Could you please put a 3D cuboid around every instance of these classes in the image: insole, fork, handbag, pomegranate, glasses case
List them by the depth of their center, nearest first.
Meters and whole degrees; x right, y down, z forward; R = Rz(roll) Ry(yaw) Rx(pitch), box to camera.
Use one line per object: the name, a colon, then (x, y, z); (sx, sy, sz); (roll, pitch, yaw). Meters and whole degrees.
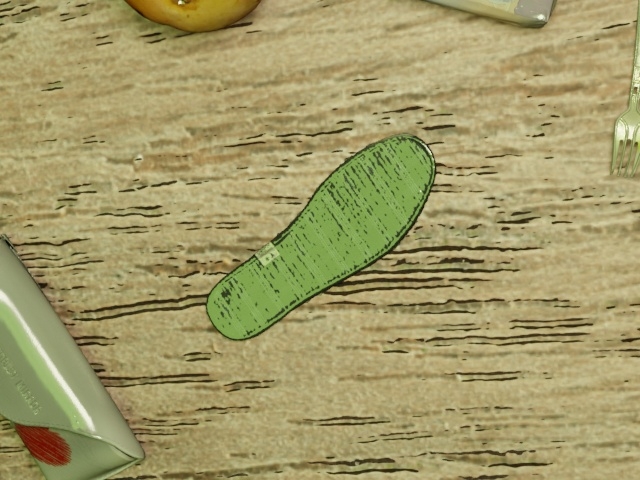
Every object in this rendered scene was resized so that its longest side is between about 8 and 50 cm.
handbag: (0.156, -0.283, 1.138); (0.173, 0.095, 0.117); (14, 94, 8)
fork: (0.321, -0.172, 1.144); (0.034, 0.028, 0.219); (10, 97, 15)
pomegranate: (-0.127, -0.308, 1.152); (0.191, 0.191, 0.191); (1, 95, 12)
insole: (0.000, 0.000, 1.239); (0.309, 0.012, 0.110); (-36, 88, 12)
glasses case: (-0.328, 0.148, 1.286); (0.128, 0.083, 0.308); (-35, 87, 12)
